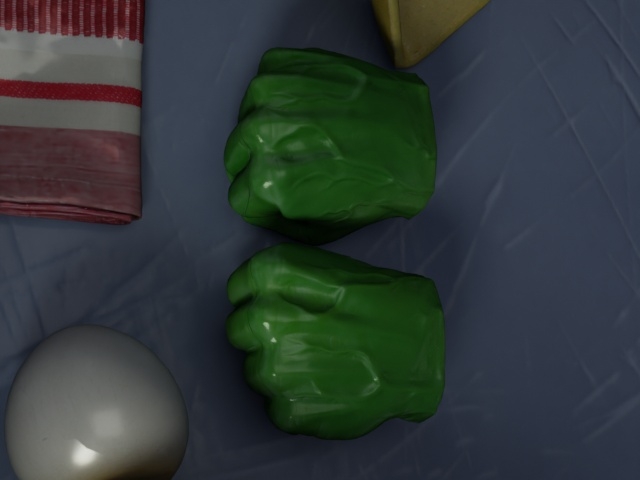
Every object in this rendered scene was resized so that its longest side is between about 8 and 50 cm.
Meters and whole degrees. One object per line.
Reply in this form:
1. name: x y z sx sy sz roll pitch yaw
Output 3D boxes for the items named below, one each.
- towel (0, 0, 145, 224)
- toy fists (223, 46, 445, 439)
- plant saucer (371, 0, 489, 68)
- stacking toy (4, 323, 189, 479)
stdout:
1. towel: -0.233 -0.180 1.219 0.237 0.037 0.329 4 77 -21
2. toy fists: 0.000 0.000 1.239 0.142 0.096 0.279 7 75 -30
3. plant saucer: 0.126 -0.338 1.276 0.081 0.333 0.333 35 64 29
4. stacking toy: -0.089 0.273 1.084 0.350 0.350 0.480 -11 64 -22
